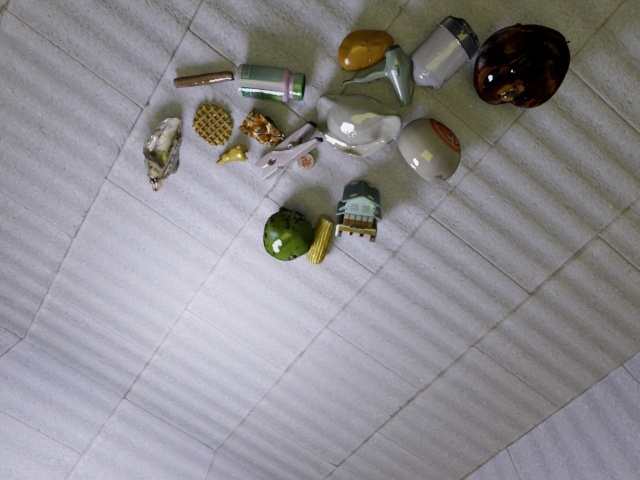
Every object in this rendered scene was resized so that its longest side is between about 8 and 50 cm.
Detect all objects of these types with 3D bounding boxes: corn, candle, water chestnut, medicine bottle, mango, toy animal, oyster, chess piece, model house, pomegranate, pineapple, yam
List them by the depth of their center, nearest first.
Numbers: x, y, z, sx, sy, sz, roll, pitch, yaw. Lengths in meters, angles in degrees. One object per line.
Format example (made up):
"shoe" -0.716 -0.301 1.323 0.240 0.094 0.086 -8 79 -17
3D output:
"water chestnut" 0.749 -0.675 1.517 0.335 0.347 0.335 3 150 2
"candle" 0.444 -0.691 1.566 0.187 0.187 0.330 43 109 -12
"mango" 0.178 -0.765 1.595 0.227 0.109 0.147 -18 109 10
"medicine bottle" -0.202 -0.648 1.660 0.274 0.133 0.133 7 112 3
"yam" -0.496 -0.688 1.713 0.264 0.046 0.046 -5 111 7
"pineapple" -0.258 -0.487 1.722 0.114 0.236 0.186 -43 64 14
"model house" 0.173 -0.136 1.793 0.198 0.224 0.215 11 116 3
"chess piece" -0.065 -0.361 1.815 0.083 0.038 0.083 1 113 3
"toy animal" -0.411 -0.385 1.817 0.159 0.070 0.083 -13 151 23
"oyster" -0.708 -0.392 1.817 0.166 0.110 0.341 7 109 -4
"pomegranate" -0.153 -0.037 1.852 0.254 0.254 0.270 -10 71 9
"corn" 0.000 0.000 1.924 0.093 0.093 0.244 16 112 -2

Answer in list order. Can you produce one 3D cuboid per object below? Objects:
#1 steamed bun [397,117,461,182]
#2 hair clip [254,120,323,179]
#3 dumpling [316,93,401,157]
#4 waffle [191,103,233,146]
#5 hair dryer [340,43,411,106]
"steamed bun" 0.459 -0.382 1.631 0.283 0.283 0.177 39 126 -11
"hair clip" -0.140 -0.389 1.770 0.331 0.085 0.101 -32 86 24
"dumpling" 0.151 -0.479 1.686 0.341 0.181 0.260 2 133 -7
"waffle" -0.479 -0.513 1.786 0.191 0.038 0.191 2 111 4
"hair dryer" 0.251 -0.612 1.605 0.267 0.092 0.229 -30 108 26
